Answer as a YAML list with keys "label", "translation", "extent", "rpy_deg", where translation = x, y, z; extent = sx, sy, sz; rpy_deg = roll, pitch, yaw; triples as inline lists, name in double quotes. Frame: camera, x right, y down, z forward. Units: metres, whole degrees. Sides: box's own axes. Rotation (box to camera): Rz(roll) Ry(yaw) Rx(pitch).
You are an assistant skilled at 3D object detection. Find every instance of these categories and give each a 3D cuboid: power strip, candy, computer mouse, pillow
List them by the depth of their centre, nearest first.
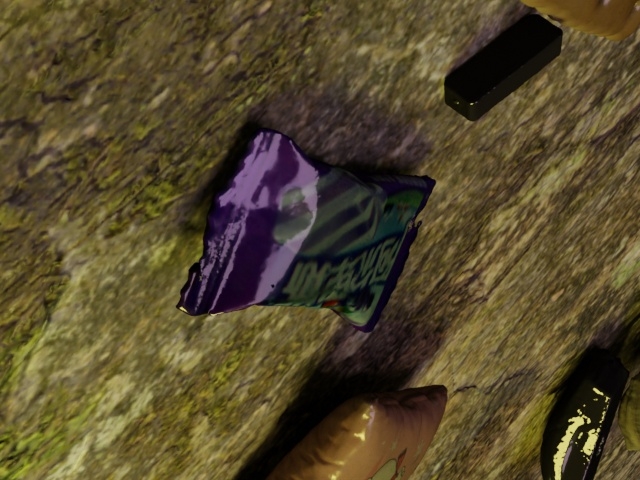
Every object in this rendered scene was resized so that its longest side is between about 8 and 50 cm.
- label: "candy"
  translation: [0.000, 0.000, 1.132]
  extent: [0.275, 0.070, 0.145]
  rpy_deg: [12, 105, -55]
- label: "power strip"
  translation: [0.149, -0.141, 1.204]
  extent: [0.111, 0.038, 0.029]
  rpy_deg: [-38, 149, -19]
- label: "pillow"
  translation: [0.015, 0.225, 1.374]
  extent: [0.236, 0.084, 0.223]
  rpy_deg: [-51, 157, 9]
- label: "computer mouse"
  translation: [0.315, 0.234, 1.805]
  extent: [0.122, 0.073, 0.217]
  rpy_deg: [-27, 136, -66]

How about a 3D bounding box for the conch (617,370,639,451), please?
- label: "conch"
  translation: [0.477, 0.164, 1.828]
  extent: [0.210, 0.159, 0.291]
  rpy_deg: [-27, 133, -48]

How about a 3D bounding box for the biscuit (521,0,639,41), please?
- label: "biscuit"
  translation: [0.286, -0.315, 1.195]
  extent: [0.217, 0.044, 0.325]
  rpy_deg: [5, 119, -57]
